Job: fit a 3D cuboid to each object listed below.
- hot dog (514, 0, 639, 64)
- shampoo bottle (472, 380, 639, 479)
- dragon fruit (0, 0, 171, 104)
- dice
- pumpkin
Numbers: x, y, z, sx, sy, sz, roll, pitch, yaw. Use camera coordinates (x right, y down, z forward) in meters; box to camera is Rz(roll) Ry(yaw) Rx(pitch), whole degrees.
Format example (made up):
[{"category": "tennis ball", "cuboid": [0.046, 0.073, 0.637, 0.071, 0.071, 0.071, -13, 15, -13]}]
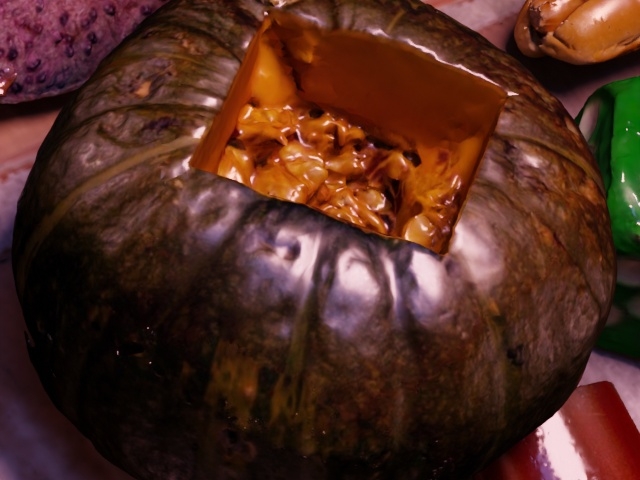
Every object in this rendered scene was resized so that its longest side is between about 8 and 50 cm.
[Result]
[{"category": "hot dog", "cuboid": [0.235, -0.178, 1.201, 0.249, 0.102, 0.076, -19, 106, -27]}, {"category": "shampoo bottle", "cuboid": [0.175, 0.208, 0.972, 0.102, 0.064, 0.260, -17, 69, -25]}, {"category": "dragon fruit", "cuboid": [-0.185, -0.200, 1.021, 0.224, 0.218, 0.148, -51, 45, -6]}, {"category": "dice", "cuboid": [0.198, -0.013, 1.069, 0.120, 0.131, 0.128, 18, 58, -10]}, {"category": "pumpkin", "cuboid": [0.000, 0.000, 0.942, 0.320, 0.192, 0.320, 8, 52, -10]}]
